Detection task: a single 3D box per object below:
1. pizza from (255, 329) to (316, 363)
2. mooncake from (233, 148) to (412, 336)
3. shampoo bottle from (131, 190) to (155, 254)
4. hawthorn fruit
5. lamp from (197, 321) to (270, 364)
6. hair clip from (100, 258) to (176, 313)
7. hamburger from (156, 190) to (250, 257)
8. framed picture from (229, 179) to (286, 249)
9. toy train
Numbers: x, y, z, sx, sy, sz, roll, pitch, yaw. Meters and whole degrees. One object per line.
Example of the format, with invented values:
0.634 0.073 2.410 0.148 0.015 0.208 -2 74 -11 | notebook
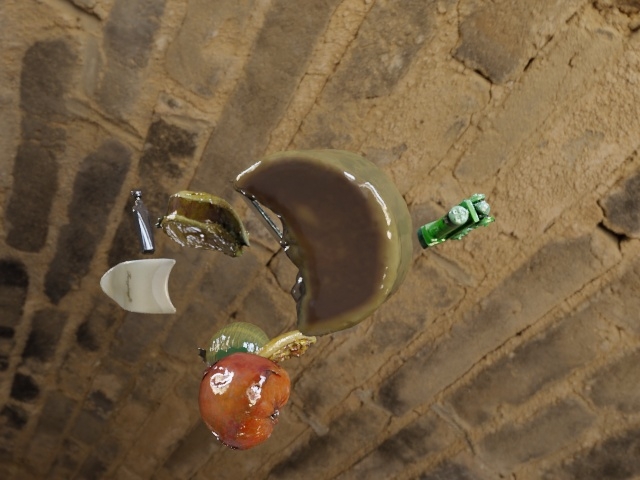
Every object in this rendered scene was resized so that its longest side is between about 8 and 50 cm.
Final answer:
-0.100 0.344 1.710 0.127 0.246 0.058 -51 -122 23 | pizza
0.000 0.000 1.156 0.393 0.246 0.393 25 -67 15 | mooncake
-0.365 -0.038 1.085 0.027 0.048 0.137 -20 -110 7 | shampoo bottle
-0.247 0.449 1.556 0.308 0.276 0.275 23 -52 33 | hawthorn fruit
-0.314 0.414 1.895 0.285 0.250 0.250 -1 -61 12 | lamp
-0.587 0.141 1.692 0.282 0.113 0.172 2 -87 41 | hair clip
-0.376 -0.065 1.686 0.309 0.132 0.211 15 -31 10 | hamburger
-0.138 -0.035 1.499 0.016 0.265 0.347 -39 -75 -6 | framed picture
0.321 -0.042 1.278 0.119 0.251 0.085 -19 -100 -9 | toy train
